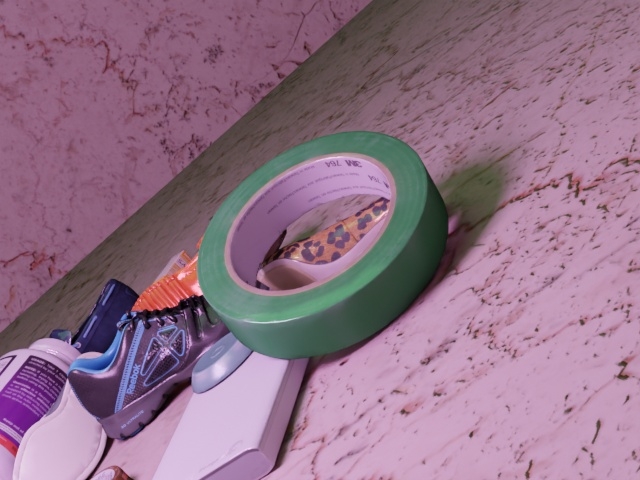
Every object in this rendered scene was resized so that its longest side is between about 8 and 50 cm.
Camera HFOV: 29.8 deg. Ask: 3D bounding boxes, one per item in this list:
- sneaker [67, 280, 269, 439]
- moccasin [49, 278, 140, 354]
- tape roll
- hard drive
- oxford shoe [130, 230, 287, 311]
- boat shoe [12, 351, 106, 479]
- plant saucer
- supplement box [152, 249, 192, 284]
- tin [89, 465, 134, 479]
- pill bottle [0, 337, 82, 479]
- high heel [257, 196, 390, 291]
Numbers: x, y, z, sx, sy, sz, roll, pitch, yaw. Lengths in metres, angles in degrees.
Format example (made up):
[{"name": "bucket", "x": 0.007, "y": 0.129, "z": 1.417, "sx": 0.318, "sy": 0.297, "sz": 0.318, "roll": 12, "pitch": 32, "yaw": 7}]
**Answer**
[{"name": "sneaker", "x": -0.223, "y": 0.146, "z": 1.797, "sx": 0.341, "sy": 0.140, "sz": 0.125, "roll": -42, "pitch": 14, "yaw": -4}, {"name": "moccasin", "x": -0.482, "y": 0.214, "z": 2.321, "sx": 0.137, "sy": 0.117, "sz": 0.342, "roll": -21, "pitch": 24, "yaw": 54}, {"name": "tape roll", "x": 0.000, "y": 0.000, "z": 1.515, "sx": 0.321, "sy": 0.077, "sz": 0.321, "roll": -19, "pitch": 42, "yaw": 17}, {"name": "hard drive", "x": -0.110, "y": 0.221, "z": 1.473, "sx": 0.203, "sy": 0.040, "sz": 0.307, "roll": -35, "pitch": 14, "yaw": 23}, {"name": "oxford shoe", "x": -0.187, "y": 0.096, "z": 1.976, "sx": 0.363, "sy": 0.130, "sz": 0.132, "roll": -44, "pitch": -20, "yaw": 16}, {"name": "boat shoe", "x": -0.389, "y": 0.308, "z": 1.850, "sx": 0.319, "sy": 0.116, "sz": 0.099, "roll": -73, "pitch": 7, "yaw": -53}, {"name": "plant saucer", "x": -0.132, "y": 0.155, "z": 1.606, "sx": 0.119, "sy": 0.021, "sz": 0.119, "roll": -38, "pitch": 13, "yaw": 11}, {"name": "supplement box", "x": -0.273, "y": 0.072, "z": 2.313, "sx": 0.036, "sy": 0.062, "sz": 0.098, "roll": -32, "pitch": 17, "yaw": 34}, {"name": "tin", "x": -0.328, "y": 0.374, "z": 1.598, "sx": 0.189, "sy": 0.040, "sz": 0.106, "roll": -41, "pitch": 10, "yaw": -1}, {"name": "pill bottle", "x": -0.500, "y": 0.302, "z": 1.969, "sx": 0.181, "sy": 0.181, "sz": 0.323, "roll": -33, "pitch": 16, "yaw": 31}, {"name": "high heel", "x": 0.039, "y": -0.004, "z": 1.634, "sx": 0.261, "sy": 0.093, "sz": 0.186, "roll": -7, "pitch": 39, "yaw": 42}]
